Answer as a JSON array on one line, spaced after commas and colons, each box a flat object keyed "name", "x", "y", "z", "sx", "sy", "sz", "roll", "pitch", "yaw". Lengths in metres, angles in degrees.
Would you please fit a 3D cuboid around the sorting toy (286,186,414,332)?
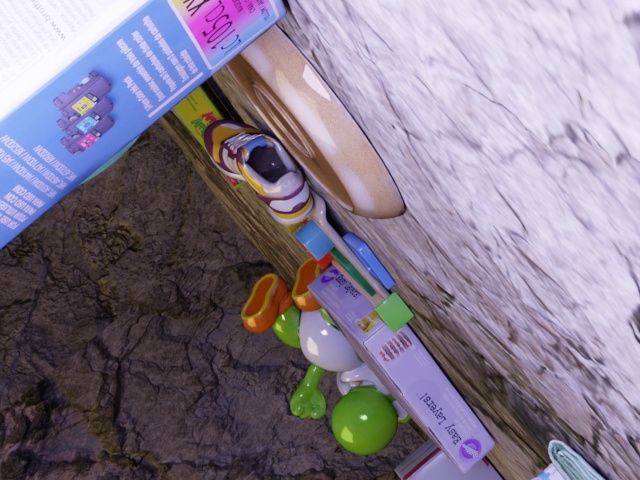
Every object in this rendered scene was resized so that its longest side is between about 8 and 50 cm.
[{"name": "sorting toy", "x": 0.000, "y": 0.000, "z": 1.526, "sx": 0.196, "sy": 0.047, "sz": 0.347, "roll": 54, "pitch": 175, "yaw": -35}]

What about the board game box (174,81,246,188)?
[{"name": "board game box", "x": -0.146, "y": -0.160, "z": 1.604, "sx": 0.181, "sy": 0.043, "sz": 0.092, "roll": 55, "pitch": -173, "yaw": -38}]

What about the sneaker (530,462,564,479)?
[{"name": "sneaker", "x": 0.242, "y": 0.319, "z": 1.229, "sx": 0.191, "sy": 0.083, "sz": 0.071, "roll": 65, "pitch": -174, "yaw": 33}]

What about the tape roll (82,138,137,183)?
[{"name": "tape roll", "x": -0.304, "y": -0.198, "z": 1.193, "sx": 0.321, "sy": 0.321, "sz": 0.077, "roll": 53, "pitch": 175, "yaw": -27}]

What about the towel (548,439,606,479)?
[{"name": "towel", "x": 0.326, "y": 0.338, "z": 1.097, "sx": 0.325, "sy": 0.038, "sz": 0.248, "roll": 54, "pitch": 175, "yaw": -36}]

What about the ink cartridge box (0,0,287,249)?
[{"name": "ink cartridge box", "x": -0.259, "y": -0.134, "z": 0.782, "sx": 0.270, "sy": 0.395, "sz": 0.151, "roll": 50, "pitch": 175, "yaw": 17}]

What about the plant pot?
[{"name": "plant pot", "x": -0.020, "y": -0.103, "z": 1.000, "sx": 0.236, "sy": 0.032, "sz": 0.236, "roll": 51, "pitch": 176, "yaw": 5}]

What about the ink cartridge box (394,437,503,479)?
[{"name": "ink cartridge box", "x": 0.214, "y": 0.394, "z": 2.060, "sx": 0.128, "sy": 0.127, "sz": 0.176, "roll": 50, "pitch": 175, "yaw": 1}]

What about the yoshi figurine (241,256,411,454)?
[{"name": "yoshi figurine", "x": 0.034, "y": 0.211, "z": 2.018, "sx": 0.362, "sy": 0.203, "sz": 0.203, "roll": 50, "pitch": 170, "yaw": -30}]

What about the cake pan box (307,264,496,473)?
[{"name": "cake pan box", "x": 0.110, "y": 0.173, "z": 1.720, "sx": 0.267, "sy": 0.070, "sz": 0.246, "roll": 53, "pitch": 177, "yaw": -22}]

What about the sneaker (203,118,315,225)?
[{"name": "sneaker", "x": -0.074, "y": -0.098, "z": 1.415, "sx": 0.185, "sy": 0.069, "sz": 0.084, "roll": 41, "pitch": 162, "yaw": 34}]
